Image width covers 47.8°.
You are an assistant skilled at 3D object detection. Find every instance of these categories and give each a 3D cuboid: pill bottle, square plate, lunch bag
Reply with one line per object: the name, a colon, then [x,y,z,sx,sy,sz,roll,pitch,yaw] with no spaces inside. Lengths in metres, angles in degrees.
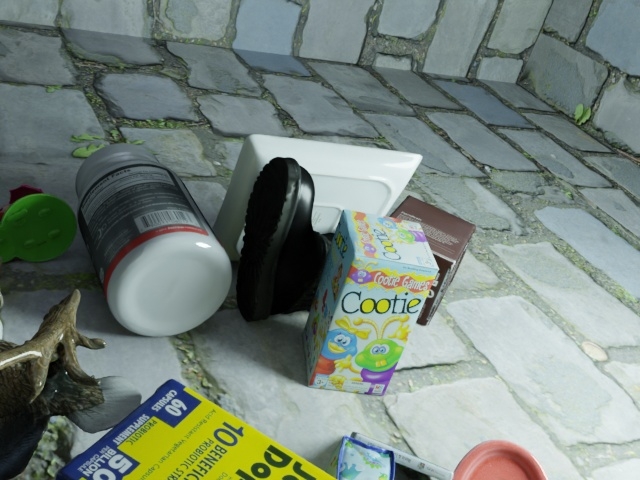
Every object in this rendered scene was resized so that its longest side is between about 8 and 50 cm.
pill bottle: [-0.314,-0.016,1.293,0.210,0.210,0.363,-2,35,-30]
square plate: [-0.020,-0.052,1.393,0.344,0.347,0.049,3,51,-23]
lunch bag: [0.040,0.357,0.940,0.096,0.128,0.151,18,29,2]

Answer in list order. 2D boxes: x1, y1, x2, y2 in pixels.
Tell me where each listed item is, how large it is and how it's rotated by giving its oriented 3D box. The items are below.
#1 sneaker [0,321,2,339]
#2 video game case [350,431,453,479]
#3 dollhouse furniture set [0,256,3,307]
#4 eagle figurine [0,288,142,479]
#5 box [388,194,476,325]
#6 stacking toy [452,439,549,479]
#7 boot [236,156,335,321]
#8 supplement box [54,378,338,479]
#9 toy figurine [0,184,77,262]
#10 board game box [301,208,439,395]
sneaker: [-0.545,0.154,1.004,0.080,0.094,0.212,32,33,21]
video game case: [0.113,0.315,1.059,0.143,0.019,0.157,21,-13,6]
dollhouse furniture set: [-0.543,0.042,1.122,0.101,0.160,0.182,25,32,12]
eagle figurine: [-0.389,0.189,0.894,0.226,0.298,0.225,12,41,-46]
box: [0.203,0.037,1.516,0.167,0.168,0.203,25,31,13]
stacking toy: [0.303,0.450,1.000,0.309,0.130,0.279,22,56,13]
boot: [-0.002,-0.002,1.308,0.260,0.348,0.131,-4,42,-25]
supplement box: [-0.100,0.354,0.805,0.357,0.195,0.194,27,31,15]
toy figurine: [-0.555,-0.040,1.338,0.173,0.130,0.159,-27,33,-19]
board game box: [0.075,0.109,1.223,0.142,0.275,0.144,10,31,-13]
